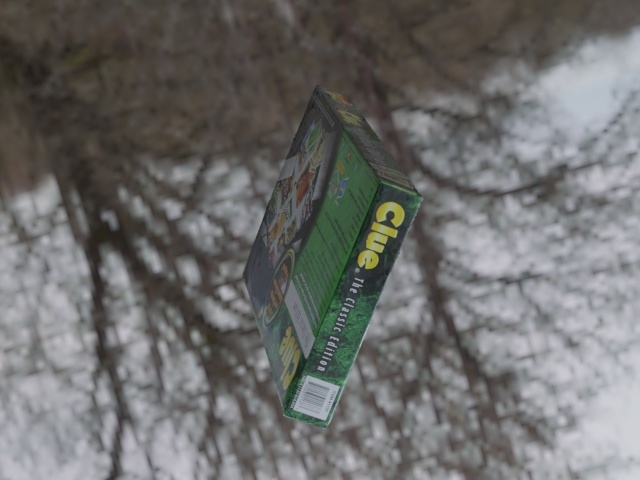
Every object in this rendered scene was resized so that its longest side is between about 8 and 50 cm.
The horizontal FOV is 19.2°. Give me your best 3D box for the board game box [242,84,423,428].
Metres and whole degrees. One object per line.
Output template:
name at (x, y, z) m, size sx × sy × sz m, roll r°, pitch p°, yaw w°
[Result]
board game box at (0.000, 0.000, 1.086) m, size 0.030 × 0.136 × 0.259 m, roll 22°, pitch -168°, yaw -13°
